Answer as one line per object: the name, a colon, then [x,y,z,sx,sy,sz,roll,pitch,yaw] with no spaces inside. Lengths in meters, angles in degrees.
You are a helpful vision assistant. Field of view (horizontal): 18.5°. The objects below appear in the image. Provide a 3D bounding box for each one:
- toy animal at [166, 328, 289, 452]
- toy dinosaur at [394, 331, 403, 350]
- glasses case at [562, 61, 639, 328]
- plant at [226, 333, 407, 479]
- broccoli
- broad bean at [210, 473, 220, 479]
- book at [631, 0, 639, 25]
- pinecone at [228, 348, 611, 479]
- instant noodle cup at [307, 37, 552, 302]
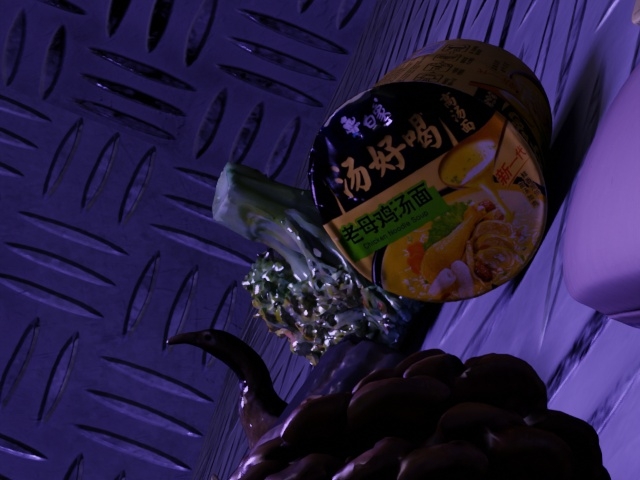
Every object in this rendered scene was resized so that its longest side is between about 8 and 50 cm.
toy animal: [-0.018,0.136,1.271,0.272,0.197,0.160,156,132,-77]
toy dinosaur: [-0.060,0.297,1.596,0.447,0.087,0.301,-58,10,33]
glasses case: [0.147,-0.030,0.680,0.297,0.075,0.113,150,142,-82]
plant: [0.000,0.180,1.092,0.256,0.142,0.164,-57,5,1]
broccoli: [0.000,0.000,1.554,0.219,0.194,0.194,-47,20,56]
broad bean: [-0.062,0.306,1.378,0.077,0.061,0.339,115,161,-49]
book: [0.219,-0.208,1.040,0.192,0.013,0.168,147,144,-82]
pinecone: [0.029,0.139,0.708,0.212,0.169,0.185,-78,12,-63]
instant noodle cup: [0.081,-0.054,1.240,0.151,0.151,0.122,-66,-5,36]
